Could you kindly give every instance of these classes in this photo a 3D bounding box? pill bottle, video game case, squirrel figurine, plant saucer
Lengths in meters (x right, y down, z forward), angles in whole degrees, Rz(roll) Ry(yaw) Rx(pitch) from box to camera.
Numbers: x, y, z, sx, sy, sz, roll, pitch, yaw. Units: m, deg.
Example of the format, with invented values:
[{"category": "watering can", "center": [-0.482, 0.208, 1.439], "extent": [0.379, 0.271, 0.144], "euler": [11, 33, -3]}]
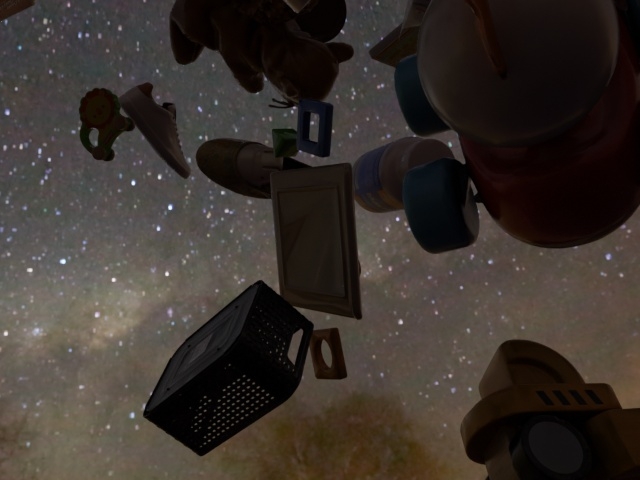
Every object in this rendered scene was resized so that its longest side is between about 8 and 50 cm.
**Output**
[{"category": "pill bottle", "center": [0.178, -0.142, 1.305], "extent": [0.152, 0.153, 0.272], "euler": [0, -1, -18]}, {"category": "video game case", "center": [0.273, -0.527, 1.578], "extent": [0.204, 0.025, 0.285], "euler": [-34, -14, 30]}, {"category": "squirrel figurine", "center": [-0.113, -0.461, 1.241], "extent": [0.281, 0.370, 0.397], "euler": [-33, -22, -23]}, {"category": "plant saucer", "center": [-0.017, -0.572, 1.472], "extent": [0.168, 0.029, 0.169], "euler": [6, -50, 7]}]

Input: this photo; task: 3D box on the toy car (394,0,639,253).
[{"category": "toy car", "center": [0.128, -0.123, 0.383], "extent": [0.219, 0.211, 0.238], "euler": [-14, -26, 28]}]

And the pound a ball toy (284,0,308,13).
[{"category": "pound a ball toy", "center": [-0.074, -0.403, 0.557], "extent": [0.319, 0.136, 0.208], "euler": [42, -39, -15]}]

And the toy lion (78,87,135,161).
[{"category": "toy lion", "center": [-0.359, -0.194, 0.974], "extent": [0.100, 0.096, 0.034], "euler": [-52, -9, 11]}]

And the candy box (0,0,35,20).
[{"category": "candy box", "center": [-0.686, -0.509, 1.148], "extent": [0.087, 0.316, 0.183], "euler": [18, -51, 1]}]

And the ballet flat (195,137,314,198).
[{"category": "ballet flat", "center": [-0.082, -0.134, 1.235], "extent": [0.348, 0.123, 0.123], "euler": [21, -44, -32]}]

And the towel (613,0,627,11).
[{"category": "towel", "center": [0.393, -0.222, 0.895], "extent": [0.237, 0.037, 0.329], "euler": [25, -33, 19]}]

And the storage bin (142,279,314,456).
[{"category": "storage bin", "center": [-0.103, 0.144, 0.673], "extent": [0.084, 0.122, 0.180], "euler": [42, -61, -17]}]

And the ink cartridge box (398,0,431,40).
[{"category": "ink cartridge box", "center": [0.190, -0.464, 1.106], "extent": [0.045, 0.146, 0.179], "euler": [13, -2, 2]}]

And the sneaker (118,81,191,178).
[{"category": "sneaker", "center": [-0.419, -0.300, 1.637], "extent": [0.123, 0.106, 0.290], "euler": [-40, -52, -12]}]

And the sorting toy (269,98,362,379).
[{"category": "sorting toy", "center": [0.000, 0.000, 0.753], "extent": [0.047, 0.348, 0.196], "euler": [-7, 6, -32]}]

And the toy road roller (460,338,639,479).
[{"category": "toy road roller", "center": [0.373, 0.276, 0.883], "extent": [0.329, 0.241, 0.203], "euler": [1, -45, -8]}]
